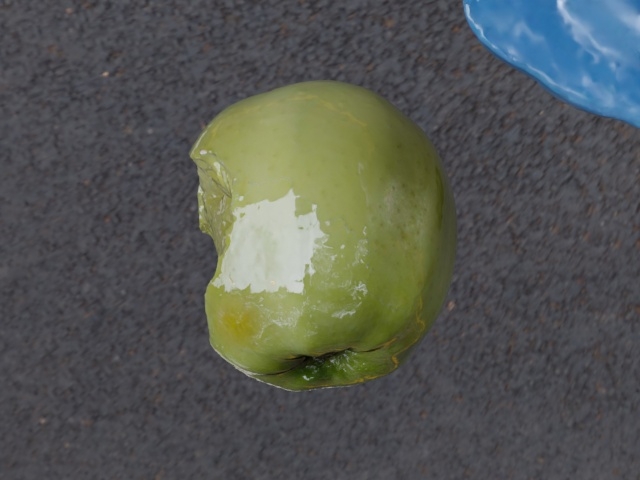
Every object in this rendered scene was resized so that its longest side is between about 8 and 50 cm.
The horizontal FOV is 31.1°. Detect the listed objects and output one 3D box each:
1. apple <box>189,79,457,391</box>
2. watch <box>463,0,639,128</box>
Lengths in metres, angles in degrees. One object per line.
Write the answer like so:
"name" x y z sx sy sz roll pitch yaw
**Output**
"apple" 0.000 0.000 1.030 0.279 0.279 0.279 8 111 20
"watch" 0.172 -0.204 0.607 0.305 0.274 0.241 38 96 0
